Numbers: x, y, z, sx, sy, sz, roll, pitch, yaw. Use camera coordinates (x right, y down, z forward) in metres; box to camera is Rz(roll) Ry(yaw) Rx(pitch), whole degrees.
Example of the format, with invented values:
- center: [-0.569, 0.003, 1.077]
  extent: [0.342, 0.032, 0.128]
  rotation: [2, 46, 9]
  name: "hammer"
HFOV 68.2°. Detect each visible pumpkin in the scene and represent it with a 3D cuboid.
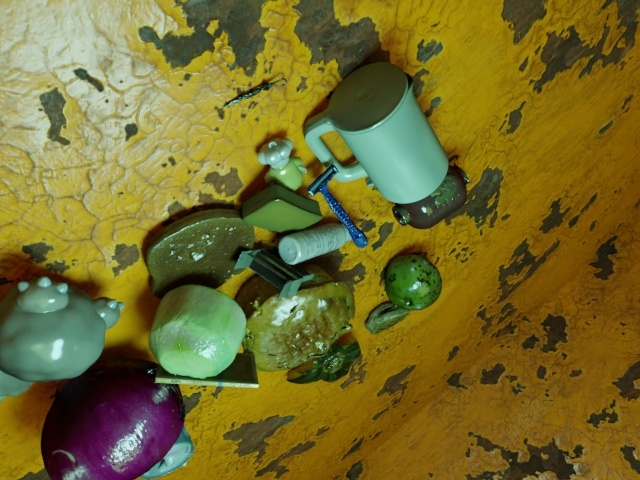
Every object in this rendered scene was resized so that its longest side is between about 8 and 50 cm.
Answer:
- center: [0.034, 0.456, 1.810]
  extent: [0.290, 0.095, 0.258]
  rotation: [12, 122, -41]
  name: "pumpkin"

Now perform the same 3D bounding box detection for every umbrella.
- center: [-0.139, -0.313, 0.994]
  extent: [0.149, 0.022, 0.022]
  rotation: [-25, 143, -13]
  name: "umbrella"

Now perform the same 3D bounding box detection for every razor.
- center: [0.056, -0.079, 1.291]
  extent: [0.093, 0.056, 0.324]
  rotation: [-45, 139, -6]
  name: "razor"

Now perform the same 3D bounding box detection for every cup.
- center: [-0.495, 0.601, 1.446]
  extent: [0.168, 0.173, 0.299]
  rotation: [-33, 141, -11]
  name: "cup"

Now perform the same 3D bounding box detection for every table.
- center: [-0.117, 0.081, 1.238]
  extent: [0.062, 0.146, 0.175]
  rotation: [-61, 161, 11]
  name: "table"

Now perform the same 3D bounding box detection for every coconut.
- center: [-0.302, 0.213, 1.157]
  extent: [0.236, 0.236, 0.204]
  rotation: [-40, 118, -2]
  name: "coconut"

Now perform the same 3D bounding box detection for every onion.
- center: [-0.537, 0.405, 1.155]
  extent: [0.348, 0.348, 0.385]
  rotation: [-35, 106, -7]
  name: "onion"

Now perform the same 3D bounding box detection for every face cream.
- center: [0.000, 0.000, 1.324]
  extent: [0.269, 0.082, 0.081]
  rotation: [-16, 137, -50]
  name: "face cream"

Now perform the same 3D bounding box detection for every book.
- center: [-0.282, 0.319, 1.196]
  extent: [0.242, 0.170, 0.018]
  rotation: [8, 101, -14]
  name: "book"

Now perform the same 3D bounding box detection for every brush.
- center: [-0.094, -0.074, 1.179]
  extent: [0.123, 0.059, 0.197]
  rotation: [-23, 158, 29]
  name: "brush"

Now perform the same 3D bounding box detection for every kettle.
- center: [0.148, -0.255, 1.180]
  extent: [0.318, 0.265, 0.205]
  rotation: [41, 65, -52]
  name: "kettle"

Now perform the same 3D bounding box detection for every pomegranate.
- center: [0.338, 0.130, 1.704]
  extent: [0.247, 0.215, 0.214]
  rotation: [-59, 161, -46]
  name: "pomegranate"

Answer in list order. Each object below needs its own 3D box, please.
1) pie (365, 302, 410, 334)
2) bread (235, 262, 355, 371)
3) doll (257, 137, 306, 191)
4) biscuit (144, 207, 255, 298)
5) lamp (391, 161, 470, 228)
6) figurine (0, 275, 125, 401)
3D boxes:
- center: [0.263, 0.309, 1.877]
  extent: [0.194, 0.079, 0.163]
  rotation: [-10, 140, -32]
  name: "pie"
- center: [-0.079, 0.219, 1.410]
  extent: [0.359, 0.204, 0.336]
  rotation: [-7, 133, -30]
  name: "bread"
- center: [-0.091, -0.176, 1.130]
  extent: [0.106, 0.062, 0.162]
  rotation: [-33, 142, -9]
  name: "doll"
- center: [-0.293, 0.031, 1.170]
  extent: [0.273, 0.049, 0.257]
  rotation: [-15, 138, -27]
  name: "biscuit"
- center: [0.325, -0.138, 1.434]
  extent: [0.258, 0.180, 0.180]
  rotation: [-32, 141, -8]
  name: "lamp"
- center: [-0.610, 0.231, 0.976]
  extent: [0.381, 0.203, 0.248]
  rotation: [-41, 145, 2]
  name: "figurine"
